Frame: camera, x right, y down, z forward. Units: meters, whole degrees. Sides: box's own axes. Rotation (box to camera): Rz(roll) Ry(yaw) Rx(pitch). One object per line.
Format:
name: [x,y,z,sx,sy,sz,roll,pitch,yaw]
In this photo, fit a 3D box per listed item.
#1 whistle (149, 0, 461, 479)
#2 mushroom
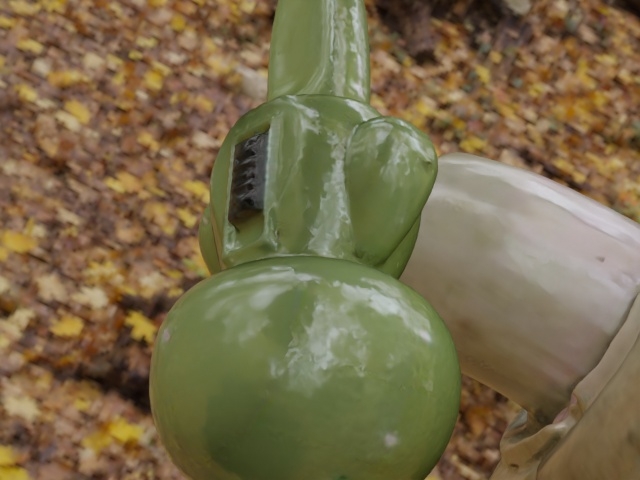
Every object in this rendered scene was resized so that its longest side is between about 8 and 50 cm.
whistle: [0.007,0.006,0.553,0.141,0.141,0.294,26,55,-17]
mushroom: [0.223,0.084,0.720,0.325,0.353,0.353,-12,35,-35]
